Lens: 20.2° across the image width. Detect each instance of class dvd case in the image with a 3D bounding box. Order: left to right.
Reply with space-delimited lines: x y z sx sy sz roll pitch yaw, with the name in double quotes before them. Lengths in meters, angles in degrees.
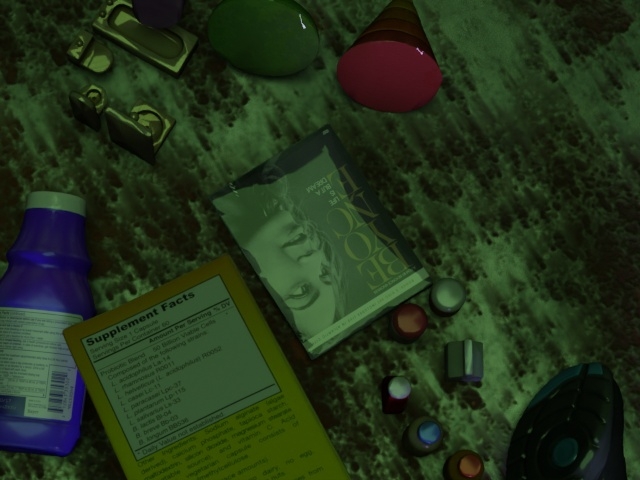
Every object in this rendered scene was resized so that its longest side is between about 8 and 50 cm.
"dvd case" 0.000 0.000 2.022 0.164 0.018 0.221 -32 82 -9

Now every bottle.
"bottle" -0.304 0.090 1.950 0.118 0.092 0.283 6 78 -2

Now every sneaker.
"sneaker" 0.279 0.301 1.940 0.139 0.125 0.341 31 61 -38

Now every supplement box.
"supplement box" -0.094 0.228 1.818 0.194 0.195 0.356 -25 56 -8

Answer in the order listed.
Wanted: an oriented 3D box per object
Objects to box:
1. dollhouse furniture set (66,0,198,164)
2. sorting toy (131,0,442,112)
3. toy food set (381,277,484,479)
"dollhouse furniture set" -0.211 -0.196 1.996 0.144 0.123 0.151 30 79 3
"sorting toy" -0.031 -0.265 2.034 0.365 0.127 0.126 16 55 -6
"toy food set" 0.125 0.151 1.953 0.111 0.104 0.232 1 79 -3
